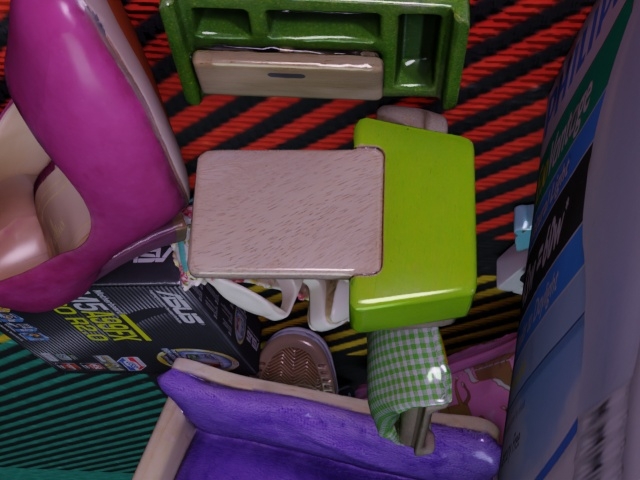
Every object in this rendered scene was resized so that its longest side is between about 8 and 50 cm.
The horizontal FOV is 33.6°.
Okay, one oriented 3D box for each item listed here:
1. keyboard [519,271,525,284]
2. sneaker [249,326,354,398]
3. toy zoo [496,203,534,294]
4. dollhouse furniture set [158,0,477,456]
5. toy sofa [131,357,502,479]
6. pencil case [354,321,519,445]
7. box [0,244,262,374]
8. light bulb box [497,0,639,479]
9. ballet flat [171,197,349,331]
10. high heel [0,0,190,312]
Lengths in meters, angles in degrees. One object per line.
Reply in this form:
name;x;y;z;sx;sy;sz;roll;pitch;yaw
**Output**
keyboard;0.331;0.051;0.789;0.317;0.033;0.201;-13;132;36
sneaker;-0.016;0.175;1.205;0.099;0.153;0.282;8;127;10
toy zoo;0.278;0.018;0.842;0.293;0.030;0.192;14;155;-23
dollhouse furniture set;0.000;0.000;0.622;0.151;0.197;0.301;1;157;3
toy sofa;-0.001;0.240;0.990;0.363;0.150;0.177;9;148;21
pencil case;0.175;0.173;1.071;0.160;0.167;0.386;-5;163;-32
box;-0.189;0.062;0.981;0.216;0.060;0.270;0;158;10
light bulb box;0.214;0.024;0.414;0.225;0.361;0.358;11;157;3
ballet flat;-0.018;0.032;0.863;0.241;0.077;0.091;16;154;-29
high heel;-0.175;-0.031;0.609;0.181;0.127;0.377;-20;163;-10
